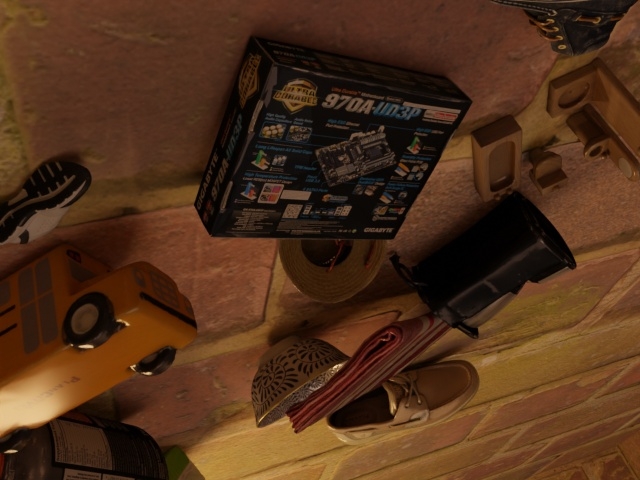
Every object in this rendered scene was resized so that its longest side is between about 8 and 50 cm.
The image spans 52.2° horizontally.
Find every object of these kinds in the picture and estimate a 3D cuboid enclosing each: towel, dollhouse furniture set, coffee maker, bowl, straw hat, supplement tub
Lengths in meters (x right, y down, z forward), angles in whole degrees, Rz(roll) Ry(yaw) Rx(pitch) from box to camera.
[{"bbox_3d":[0.112,0.168,0.988,0.237,0.037,0.329,-46,161,27],"label":"towel"},{"bbox_3d":[0.266,-0.082,0.725,0.151,0.123,0.144,-25,148,1],"label":"dollhouse furniture set"},{"bbox_3d":[0.221,0.029,0.864,0.178,0.120,0.171,-42,143,25],"label":"coffee maker"},{"bbox_3d":[-0.042,0.191,0.950,0.170,0.080,0.170,-33,162,-12],"label":"bowl"},{"bbox_3d":[0.000,0.000,0.727,0.144,0.144,0.061,1,180,-34],"label":"straw hat"},{"bbox_3d":[-0.358,0.310,0.833,0.193,0.193,0.316,-31,147,11],"label":"supplement tub"}]

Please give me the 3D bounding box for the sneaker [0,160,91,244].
[{"bbox_3d":[-0.238,-0.032,0.565,0.109,0.040,0.044,-30,164,16],"label":"sneaker"}]

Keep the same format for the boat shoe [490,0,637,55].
[{"bbox_3d":[0.202,-0.201,0.565,0.183,0.065,0.083,-10,144,-23],"label":"boat shoe"}]

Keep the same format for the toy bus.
[{"bbox_3d":[-0.293,0.113,0.646,0.332,0.130,0.108,-29,146,9],"label":"toy bus"}]

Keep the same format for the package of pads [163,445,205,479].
[{"bbox_3d":[-0.340,0.509,1.079,0.229,0.101,0.296,-40,-174,27],"label":"package of pads"}]

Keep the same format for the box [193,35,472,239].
[{"bbox_3d":[0.012,-0.081,0.608,0.220,0.051,0.175,0,131,-34],"label":"box"}]

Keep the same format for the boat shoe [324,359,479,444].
[{"bbox_3d":[0.154,0.302,1.235,0.302,0.109,0.098,-22,149,7],"label":"boat shoe"}]
